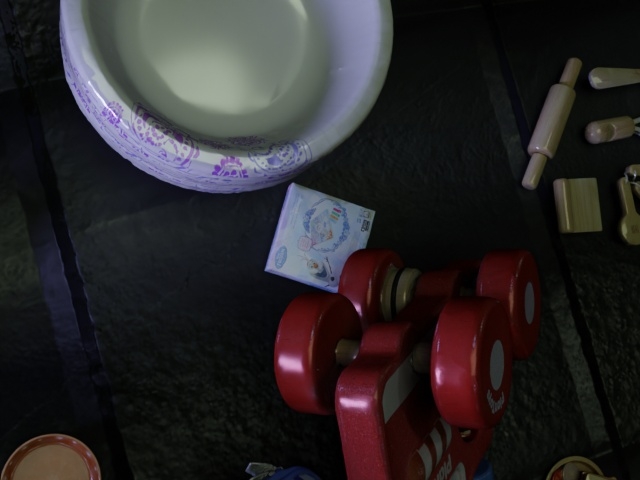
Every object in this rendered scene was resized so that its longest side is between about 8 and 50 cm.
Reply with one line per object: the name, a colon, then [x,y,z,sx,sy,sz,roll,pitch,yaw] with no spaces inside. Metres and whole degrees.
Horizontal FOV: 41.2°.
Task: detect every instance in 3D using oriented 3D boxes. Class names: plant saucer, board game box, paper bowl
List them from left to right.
plant saucer: [-0.233,0.209,0.737,0.083,0.013,0.084,2,82,-17]
paper bowl: [-0.088,-0.182,0.770,0.284,0.148,0.284,3,81,-17]
board game box: [0.000,0.000,0.837,0.090,0.020,0.090,19,77,-14]

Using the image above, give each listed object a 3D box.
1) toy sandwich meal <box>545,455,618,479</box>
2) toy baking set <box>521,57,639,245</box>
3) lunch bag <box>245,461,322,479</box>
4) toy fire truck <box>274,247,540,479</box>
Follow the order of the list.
toy sandwich meal: [0.270,0.263,0.875,0.085,0.029,0.086,3,81,-17]
toy baking set: [0.328,-0.111,0.954,0.196,0.030,0.256,23,76,-16]
lunch bag: [-0.013,0.325,0.660,0.115,0.243,0.303,-34,74,21]
toy fire truck: [0.095,0.147,0.747,0.302,0.169,0.254,-34,120,-60]
